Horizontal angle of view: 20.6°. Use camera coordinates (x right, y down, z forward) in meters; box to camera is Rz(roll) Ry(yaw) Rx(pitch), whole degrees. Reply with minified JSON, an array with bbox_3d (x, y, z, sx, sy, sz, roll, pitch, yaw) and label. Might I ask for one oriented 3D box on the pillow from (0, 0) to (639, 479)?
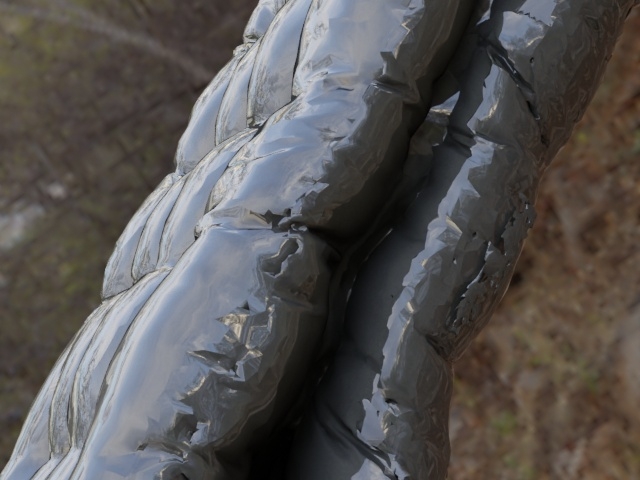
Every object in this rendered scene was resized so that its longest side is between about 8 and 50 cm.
[{"bbox_3d":[0.000,0.000,0.519,0.326,0.101,0.228,-61,11,-14],"label":"pillow"}]
